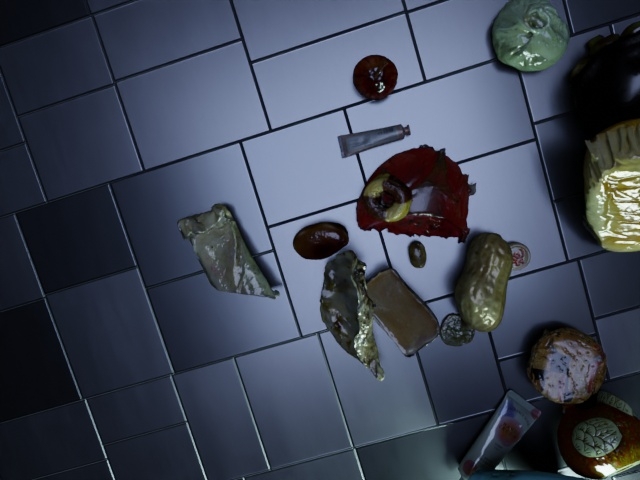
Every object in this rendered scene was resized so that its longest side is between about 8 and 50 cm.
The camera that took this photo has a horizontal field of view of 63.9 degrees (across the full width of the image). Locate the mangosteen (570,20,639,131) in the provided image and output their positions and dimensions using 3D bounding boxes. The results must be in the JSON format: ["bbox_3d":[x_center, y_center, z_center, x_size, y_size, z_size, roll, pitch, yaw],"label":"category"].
[{"bbox_3d":[0.802,-0.437,1.356,0.274,0.275,0.303,-21,60,5],"label":"mangosteen"}]

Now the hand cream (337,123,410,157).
[{"bbox_3d":[0.157,-0.295,1.490,0.209,0.043,0.067,-12,94,9],"label":"hand cream"}]

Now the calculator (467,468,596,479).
[{"bbox_3d":[0.636,0.695,1.467,0.385,0.256,0.055,14,64,-17],"label":"calculator"}]

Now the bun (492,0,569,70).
[{"bbox_3d":[0.579,-0.571,1.394,0.212,0.126,0.204,12,99,0],"label":"bun"}]

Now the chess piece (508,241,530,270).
[{"bbox_3d":[0.574,0.046,1.509,0.083,0.038,0.084,0,98,3],"label":"chess piece"}]

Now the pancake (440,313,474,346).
[{"bbox_3d":[0.415,0.274,1.552,0.107,0.017,0.108,0,100,1],"label":"pancake"}]

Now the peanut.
[{"bbox_3d":[0.462,0.122,1.460,0.142,0.159,0.292,14,98,30],"label":"peanut"}]

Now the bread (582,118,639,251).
[{"bbox_3d":[0.819,-0.138,1.344,0.235,0.183,0.389,-2,141,26],"label":"bread"}]

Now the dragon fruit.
[{"bbox_3d":[0.278,-0.139,1.475,0.342,0.100,0.283,4,92,1],"label":"dragon fruit"}]

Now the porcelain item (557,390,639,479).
[{"bbox_3d":[0.800,0.556,1.490,0.252,0.253,0.253,0,97,3],"label":"porcelain item"}]

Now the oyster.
[{"bbox_3d":[0.087,0.211,1.504,0.110,0.204,0.397,-20,108,-33],"label":"oyster"}]

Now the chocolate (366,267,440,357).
[{"bbox_3d":[0.238,0.201,1.519,0.161,0.083,0.261,-38,89,25],"label":"chocolate"}]

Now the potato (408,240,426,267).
[{"bbox_3d":[0.288,0.043,1.520,0.051,0.040,0.084,-11,95,9],"label":"potato"}]

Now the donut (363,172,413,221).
[{"bbox_3d":[0.182,-0.116,1.417,0.140,0.059,0.141,4,103,21],"label":"donut"}]

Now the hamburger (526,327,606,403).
[{"bbox_3d":[0.720,0.370,1.495,0.230,0.107,0.231,-2,84,15],"label":"hamburger"}]

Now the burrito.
[{"bbox_3d":[-0.277,0.056,1.519,0.175,0.107,0.348,-32,92,21],"label":"burrito"}]

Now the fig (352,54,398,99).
[{"bbox_3d":[0.163,-0.453,1.429,0.128,0.150,0.129,-14,118,-29],"label":"fig"}]

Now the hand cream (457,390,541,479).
[{"bbox_3d":[0.529,0.626,1.567,0.124,0.078,0.341,36,92,-1],"label":"hand cream"}]

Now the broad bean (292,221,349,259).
[{"bbox_3d":[0.000,0.000,1.508,0.165,0.084,0.114,-25,100,11],"label":"broad bean"}]
